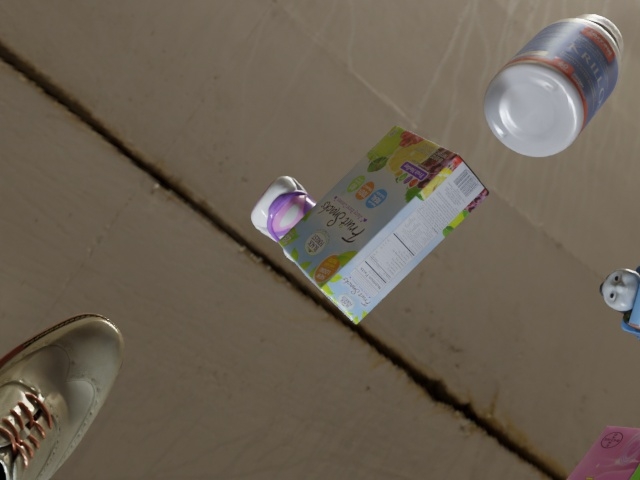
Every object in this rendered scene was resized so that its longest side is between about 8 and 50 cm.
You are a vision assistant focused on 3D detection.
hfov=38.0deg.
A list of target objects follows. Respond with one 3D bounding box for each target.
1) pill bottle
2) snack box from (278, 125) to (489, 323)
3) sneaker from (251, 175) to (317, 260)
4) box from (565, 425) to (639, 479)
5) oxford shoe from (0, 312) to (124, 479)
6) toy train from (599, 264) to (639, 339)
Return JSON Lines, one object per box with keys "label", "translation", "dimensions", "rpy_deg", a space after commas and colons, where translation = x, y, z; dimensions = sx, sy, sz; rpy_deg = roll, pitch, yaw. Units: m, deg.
{"label": "pill bottle", "translation": [0.303, -0.205, 1.166], "dimensions": [0.124, 0.124, 0.221], "rpy_deg": [46, -133, -1]}
{"label": "snack box", "translation": [0.065, -0.025, 1.061], "dimensions": [0.207, 0.174, 0.070], "rpy_deg": [-46, -65, -1]}
{"label": "sneaker", "translation": [0.000, 0.000, 1.266], "dimensions": [0.105, 0.095, 0.236], "rpy_deg": [36, 180, 29]}
{"label": "box", "translation": [0.450, 0.372, 1.254], "dimensions": [0.213, 0.243, 0.117], "rpy_deg": [-42, -74, -27]}
{"label": "oxford shoe", "translation": [-0.333, 0.224, 1.008], "dimensions": [0.140, 0.147, 0.397], "rpy_deg": [49, -128, -16]}
{"label": "toy train", "translation": [0.325, 0.065, 0.832], "dimensions": [0.184, 0.105, 0.080], "rpy_deg": [21, -98, -43]}
